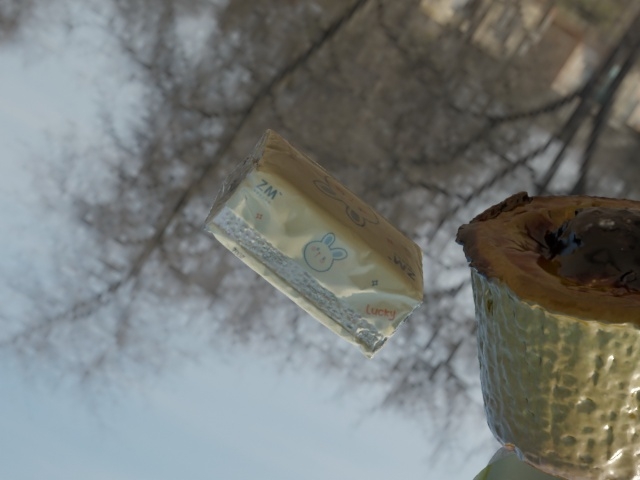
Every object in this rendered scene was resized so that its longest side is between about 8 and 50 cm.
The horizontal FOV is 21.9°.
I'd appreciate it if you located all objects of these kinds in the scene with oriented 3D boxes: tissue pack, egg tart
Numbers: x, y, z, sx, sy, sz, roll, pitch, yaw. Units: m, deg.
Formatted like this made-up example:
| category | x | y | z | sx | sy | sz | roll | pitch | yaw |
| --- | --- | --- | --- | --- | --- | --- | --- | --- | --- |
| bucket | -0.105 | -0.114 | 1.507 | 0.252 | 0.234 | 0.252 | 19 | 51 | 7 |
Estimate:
| category | x | y | z | sx | sy | sz | roll | pitch | yaw |
| --- | --- | --- | --- | --- | --- | --- | --- | --- | --- |
| tissue pack | 0.000 | 0.000 | 1.518 | 0.196 | 0.092 | 0.148 | 40 | -164 | -10 |
| egg tart | 0.193 | 0.061 | 1.118 | 0.215 | 0.171 | 0.215 | 4 | -159 | -2 |

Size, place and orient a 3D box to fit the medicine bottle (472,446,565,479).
| category | x | y | z | sx | sy | sz | roll | pitch | yaw |
| --- | --- | --- | --- | --- | --- | --- | --- | --- | --- |
| medicine bottle | 0.177 | 0.260 | 1.405 | 0.139 | 0.139 | 0.225 | 33 | -158 | 4 |
